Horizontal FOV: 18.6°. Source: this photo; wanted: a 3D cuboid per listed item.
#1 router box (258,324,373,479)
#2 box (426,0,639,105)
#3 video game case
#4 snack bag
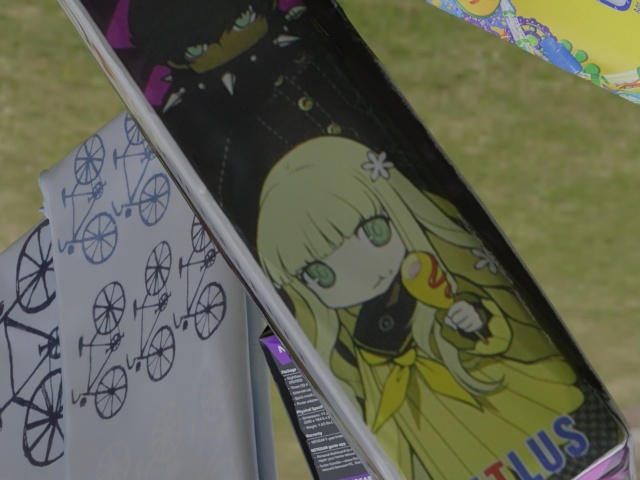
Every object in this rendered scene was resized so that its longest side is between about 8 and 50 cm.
[{"bbox_3d":[0.032,0.067,0.918,0.046,0.133,0.179,-16,-164,17],"label":"router box"},{"bbox_3d":[0.252,-0.213,1.043,0.279,0.290,0.177,27,146,14],"label":"box"},{"bbox_3d":[0.000,0.000,0.445,0.042,0.210,0.232,-33,159,-3],"label":"video game case"},{"bbox_3d":[-0.148,0.090,1.162,0.037,0.323,0.342,20,140,-36],"label":"snack bag"}]
